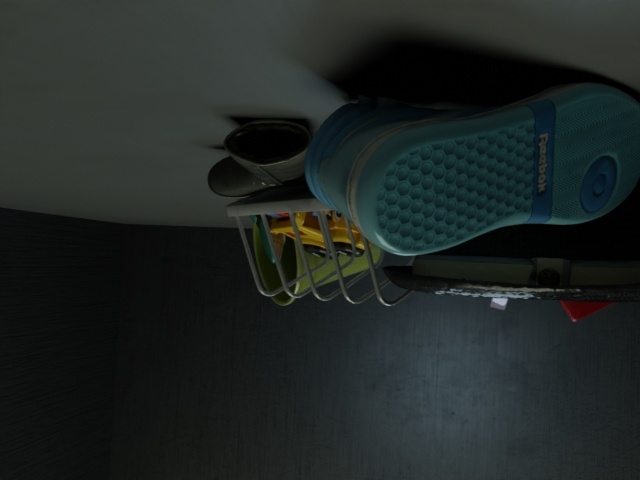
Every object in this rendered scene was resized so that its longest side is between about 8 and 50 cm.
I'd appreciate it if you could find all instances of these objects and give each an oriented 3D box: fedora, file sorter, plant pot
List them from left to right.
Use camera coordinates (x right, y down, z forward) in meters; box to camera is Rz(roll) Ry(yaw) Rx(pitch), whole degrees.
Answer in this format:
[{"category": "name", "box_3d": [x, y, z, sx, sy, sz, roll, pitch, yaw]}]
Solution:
[{"category": "plant pot", "box_3d": [0.000, 0.000, 1.377, 0.254, 0.275, 0.276, -9, -176, -26]}, {"category": "file sorter", "box_3d": [0.032, -0.012, 0.869, 0.278, 0.173, 0.193, -1, -159, 46]}, {"category": "fedora", "box_3d": [0.242, -0.016, 0.657, 0.335, 0.152, 0.334, 1, 180, 0]}]

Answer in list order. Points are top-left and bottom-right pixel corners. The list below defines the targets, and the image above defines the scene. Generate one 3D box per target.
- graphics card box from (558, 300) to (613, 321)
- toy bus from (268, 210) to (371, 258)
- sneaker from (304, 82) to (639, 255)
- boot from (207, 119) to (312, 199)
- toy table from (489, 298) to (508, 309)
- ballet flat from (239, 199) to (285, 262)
[{"category": "graphics card box", "box_3d": [0.603, 0.046, 1.220, 0.233, 0.094, 0.371, -31, 179, 15]}, {"category": "toy bus", "box_3d": [-0.014, -0.064, 1.102, 0.212, 0.149, 0.220, 22, 167, -28]}, {"category": "sneaker", "box_3d": [0.133, -0.087, 0.533, 0.319, 0.127, 0.208, -9, -159, -25]}, {"category": "boot", "box_3d": [-0.089, -0.102, 0.749, 0.190, 0.075, 0.208, -12, -177, 9]}, {"category": "toy table", "box_3d": [0.266, -0.009, 0.971, 0.161, 0.274, 0.252, 13, -145, 18]}, {"category": "ballet flat", "box_3d": [-0.112, -0.043, 1.219, 0.067, 0.206, 0.073, -18, 154, -21]}]
